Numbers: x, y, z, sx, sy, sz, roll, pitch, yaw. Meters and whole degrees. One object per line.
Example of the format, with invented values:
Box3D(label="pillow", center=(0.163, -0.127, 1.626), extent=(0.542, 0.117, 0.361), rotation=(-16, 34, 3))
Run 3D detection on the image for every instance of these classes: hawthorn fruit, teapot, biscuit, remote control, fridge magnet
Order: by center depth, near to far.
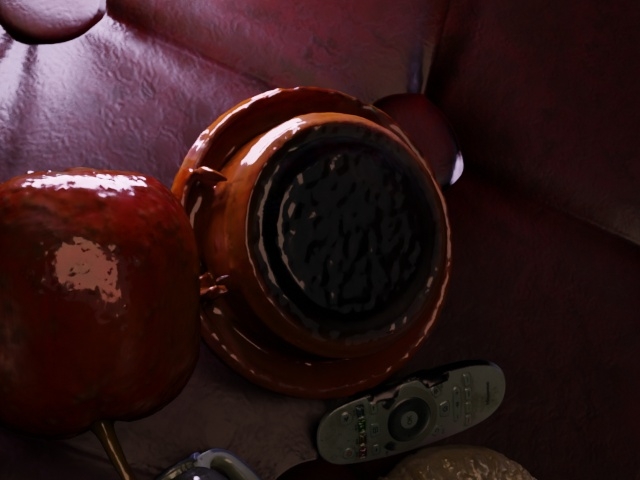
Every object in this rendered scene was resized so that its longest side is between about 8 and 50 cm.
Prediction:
Box3D(label="hawthorn fruit", center=(-0.232, 0.088, 1.186), extent=(0.287, 0.287, 0.330), rotation=(-15, 89, -27))
Box3D(label="teapot", center=(-0.121, 0.275, 1.273), extent=(0.149, 0.111, 0.108), rotation=(-31, 74, -23))
Box3D(label="fridge magnet", center=(0.000, 0.000, 1.380), extent=(0.363, 0.155, 0.364), rotation=(3, 82, -26))
Box3D(label="biscuit", center=(0.188, 0.330, 1.406), extent=(0.281, 0.084, 0.179), rotation=(27, 60, -16))
Box3D(label="remote control", center=(0.107, 0.198, 1.423), extent=(0.256, 0.045, 0.097), rotation=(-12, 112, -25))
